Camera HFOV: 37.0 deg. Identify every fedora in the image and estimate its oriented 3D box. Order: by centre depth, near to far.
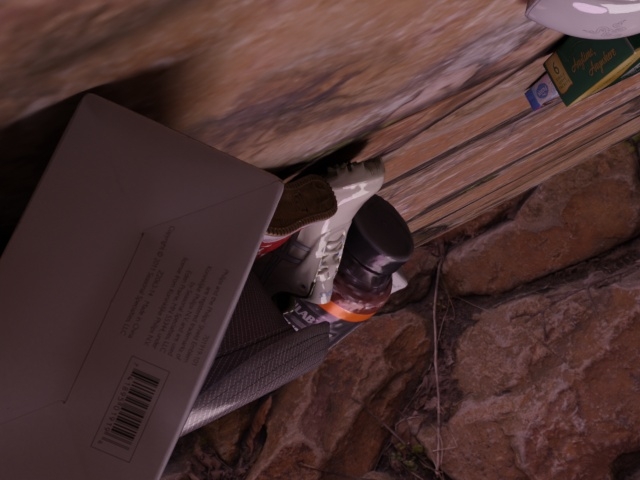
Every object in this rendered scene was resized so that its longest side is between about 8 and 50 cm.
[{"bbox_3d":[-0.135,0.087,0.668,0.275,0.124,0.244,-28,175,6],"label":"fedora"}]

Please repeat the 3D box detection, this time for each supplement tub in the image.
[{"bbox_3d":[-0.011,0.042,0.821,0.198,0.106,0.106,-42,167,32],"label":"supplement tub"}]

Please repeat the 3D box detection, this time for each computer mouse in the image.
[{"bbox_3d":[0.193,-0.142,0.484,0.193,0.042,0.106,-26,176,-8],"label":"computer mouse"}]

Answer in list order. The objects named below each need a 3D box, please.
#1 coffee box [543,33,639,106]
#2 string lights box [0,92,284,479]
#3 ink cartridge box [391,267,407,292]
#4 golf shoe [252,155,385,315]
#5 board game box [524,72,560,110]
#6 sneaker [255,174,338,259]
[{"bbox_3d":[0.250,-0.156,0.638,0.184,0.040,0.113,-26,175,-12],"label":"coffee box"},{"bbox_3d":[-0.094,0.050,0.421,0.259,0.076,0.133,137,-23,-72],"label":"string lights box"},{"bbox_3d":[-0.077,0.048,0.957,0.275,0.060,0.239,-28,150,12],"label":"ink cartridge box"},{"bbox_3d":[0.000,0.000,0.702,0.069,0.086,0.176,-20,170,-38],"label":"golf shoe"},{"bbox_3d":[0.216,-0.139,0.751,0.090,0.020,0.090,-26,173,-11],"label":"board game box"},{"bbox_3d":[-0.044,-0.012,0.598,0.067,0.042,0.118,-25,171,30],"label":"sneaker"}]
